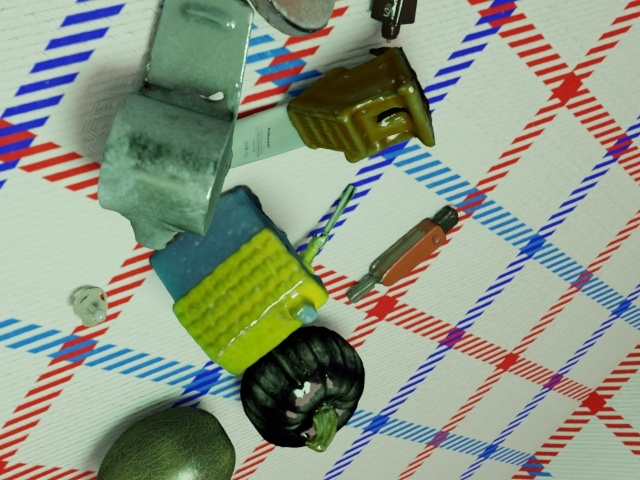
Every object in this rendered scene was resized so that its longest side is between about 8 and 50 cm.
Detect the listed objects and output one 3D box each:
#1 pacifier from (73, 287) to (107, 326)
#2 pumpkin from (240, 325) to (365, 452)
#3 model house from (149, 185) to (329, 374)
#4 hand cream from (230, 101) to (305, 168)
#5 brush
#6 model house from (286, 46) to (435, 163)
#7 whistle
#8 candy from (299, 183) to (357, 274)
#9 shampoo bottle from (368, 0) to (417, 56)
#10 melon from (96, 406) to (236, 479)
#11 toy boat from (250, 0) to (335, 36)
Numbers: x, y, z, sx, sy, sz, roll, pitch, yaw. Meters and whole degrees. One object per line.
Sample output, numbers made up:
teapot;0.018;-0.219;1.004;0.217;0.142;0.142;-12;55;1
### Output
pacifier;-0.410;0.126;1.402;0.068;0.064;0.083;-43;141;-23
pumpkin;-0.022;0.342;1.703;0.296;0.296;0.295;-19;134;-21
model house;-0.134;0.083;1.399;0.237;0.303;0.215;-41;131;2
hand cream;-0.099;-0.186;1.372;0.321;0.067;0.109;-21;133;-26
brush;0.193;0.040;1.763;0.323;0.051;0.070;-40;140;0
model house;0.079;-0.212;1.378;0.239;0.173;0.268;-20;146;11
whistle;-0.213;-0.185;1.191;0.168;0.188;0.404;16;83;-4
candy;-0.002;-0.001;1.570;0.073;0.077;0.262;32;87;-17
shampoo bottle;0.129;-0.427;1.320;0.067;0.068;0.236;-20;133;-34
melon;-0.332;0.490;1.633;0.302;0.237;0.237;-31;137;-8
toy boat;-0.062;-0.413;1.183;0.227;0.085;0.155;45;67;-49
